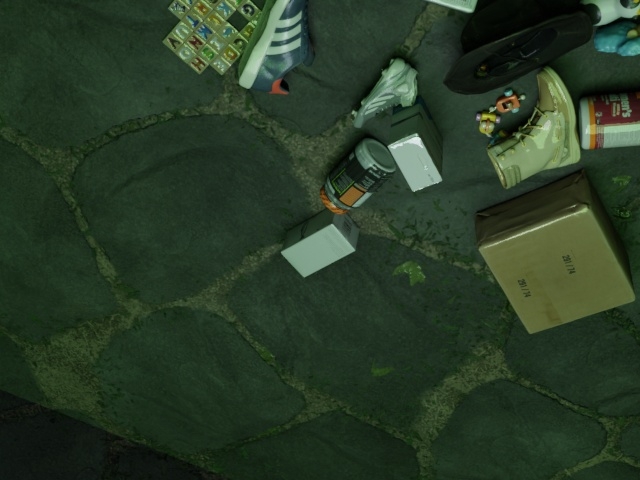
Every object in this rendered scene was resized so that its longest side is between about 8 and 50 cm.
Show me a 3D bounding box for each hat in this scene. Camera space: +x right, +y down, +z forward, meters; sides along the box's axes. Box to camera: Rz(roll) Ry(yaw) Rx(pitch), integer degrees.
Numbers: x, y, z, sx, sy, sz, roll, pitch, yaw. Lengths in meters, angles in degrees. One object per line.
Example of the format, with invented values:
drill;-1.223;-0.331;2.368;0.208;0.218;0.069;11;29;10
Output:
hat;0.402;-0.440;1.761;0.331;0.331;0.134;-22;77;25

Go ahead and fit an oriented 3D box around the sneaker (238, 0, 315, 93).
sneaker;-0.061;-0.482;1.861;0.148;0.131;0.350;17;130;-19

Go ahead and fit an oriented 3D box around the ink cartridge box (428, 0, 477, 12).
ink cartridge box;0.224;-0.630;1.724;0.275;0.060;0.239;16;103;-1

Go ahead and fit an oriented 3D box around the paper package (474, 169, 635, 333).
paper package;0.591;0.035;2.083;0.309;0.168;0.325;-23;120;27

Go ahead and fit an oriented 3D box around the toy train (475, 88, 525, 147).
toy train;0.439;-0.271;1.958;0.125;0.046;0.166;-14;122;21

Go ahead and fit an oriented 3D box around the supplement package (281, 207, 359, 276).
supplement package;0.000;0.000;2.212;0.179;0.105;0.105;-29;117;28

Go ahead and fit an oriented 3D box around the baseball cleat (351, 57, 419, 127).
baseball cleat;0.157;-0.328;1.946;0.109;0.072;0.206;36;126;2

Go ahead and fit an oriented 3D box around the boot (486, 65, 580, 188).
boot;0.479;-0.255;1.901;0.203;0.095;0.262;-22;127;3

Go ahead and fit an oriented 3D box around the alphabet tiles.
alphabet tiles;-0.260;-0.506;1.943;0.198;0.009;0.237;40;123;-19

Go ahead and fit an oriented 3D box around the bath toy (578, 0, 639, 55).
bath toy;0.578;-0.546;1.672;0.151;0.129;0.348;-19;120;24

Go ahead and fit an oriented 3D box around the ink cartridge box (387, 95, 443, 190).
ink cartridge box;0.227;-0.229;1.939;0.082;0.191;0.140;-19;120;24

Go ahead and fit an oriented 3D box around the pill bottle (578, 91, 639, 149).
pill bottle;0.700;-0.273;1.856;0.221;0.121;0.121;-4;126;14

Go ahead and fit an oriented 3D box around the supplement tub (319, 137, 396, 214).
supplement tub;0.090;-0.157;2.068;0.117;0.117;0.190;36;125;-16
